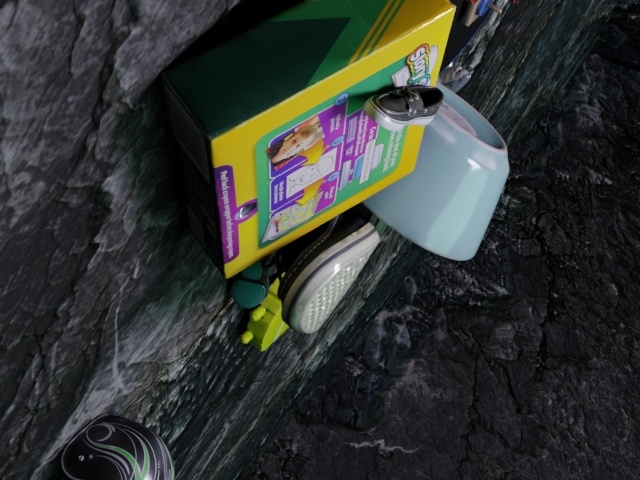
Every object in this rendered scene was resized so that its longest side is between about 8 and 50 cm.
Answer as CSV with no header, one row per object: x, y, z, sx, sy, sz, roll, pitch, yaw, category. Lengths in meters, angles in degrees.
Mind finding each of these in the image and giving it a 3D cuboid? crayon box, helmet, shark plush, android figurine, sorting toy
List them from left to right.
-0.299,0.357,1.463,0.169,0.161,0.169,-50,166,-17,helmet
-0.066,0.111,1.902,0.273,0.056,0.248,-40,161,-49,android figurine
-0.015,-0.135,1.177,0.313,0.106,0.363,-31,160,-16,crayon box
0.246,-0.288,1.976,0.073,0.067,0.161,-38,159,-51,shark plush
0.297,-0.416,1.546,0.274,0.046,0.132,-47,165,-32,sorting toy

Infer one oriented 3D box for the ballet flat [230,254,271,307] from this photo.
-0.107,0.045,1.593,0.070,0.070,0.188,-47,169,-29,ballet flat

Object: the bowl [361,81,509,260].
0.166,-0.133,1.495,0.163,0.311,0.311,-50,170,22,bowl

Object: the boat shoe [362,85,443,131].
0.094,-0.154,1.095,0.040,0.049,0.142,-52,163,27,boat shoe

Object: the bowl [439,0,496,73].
0.219,-0.416,1.546,0.391,0.077,0.391,-51,166,-17,bowl

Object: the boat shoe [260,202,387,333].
0.000,0.000,1.490,0.186,0.156,0.500,-55,180,19,boat shoe
